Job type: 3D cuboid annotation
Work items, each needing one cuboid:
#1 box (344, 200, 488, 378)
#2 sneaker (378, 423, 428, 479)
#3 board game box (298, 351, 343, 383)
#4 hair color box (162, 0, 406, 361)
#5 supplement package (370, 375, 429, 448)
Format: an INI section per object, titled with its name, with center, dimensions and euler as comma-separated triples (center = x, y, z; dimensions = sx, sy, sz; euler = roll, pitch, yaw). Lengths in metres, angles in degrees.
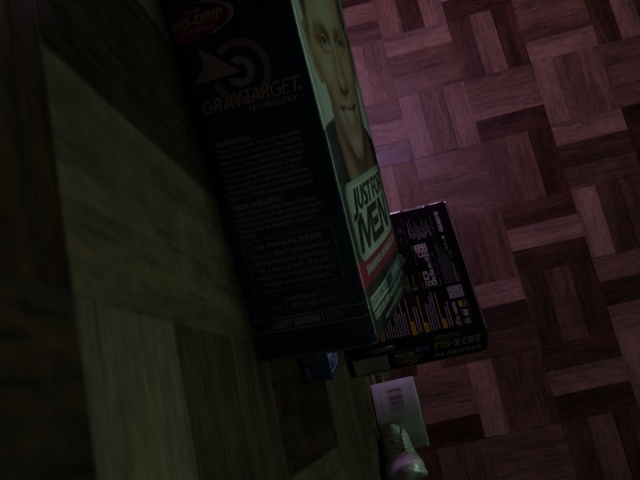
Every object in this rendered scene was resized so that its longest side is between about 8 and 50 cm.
[box]
center = 0.156, 0.085, 1.338
dimensions = 0.079, 0.257, 0.322
euler = 70, 8, -48
[sneaker]
center = 0.160, 0.448, 1.461
dimensions = 0.232, 0.090, 0.115
euler = 97, -26, -80
[board game box]
center = -0.001, 0.066, 0.826
dimensions = 0.201, 0.035, 0.136
euler = -50, 126, -75
[hair color box]
center = -0.021, -0.092, 0.605
dimensions = 0.174, 0.105, 0.347
euler = -42, 119, -71
[supplement package]
center = 0.190, 0.417, 1.649
dimensions = 0.179, 0.105, 0.105
euler = 69, 8, -49
